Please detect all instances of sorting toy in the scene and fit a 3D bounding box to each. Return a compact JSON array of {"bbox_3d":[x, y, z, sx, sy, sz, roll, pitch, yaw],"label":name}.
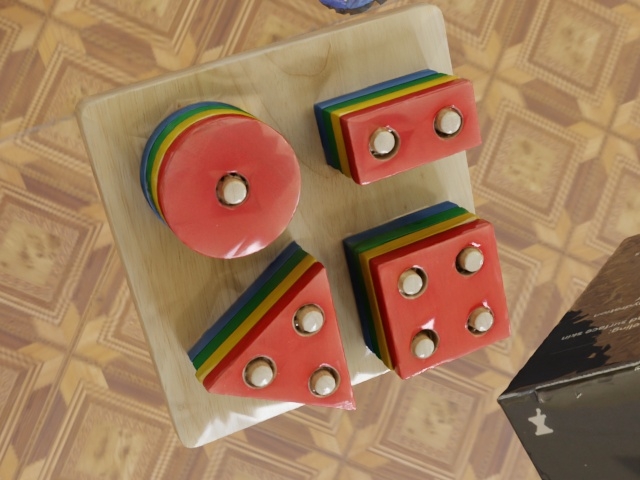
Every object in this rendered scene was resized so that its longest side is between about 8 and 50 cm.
[{"bbox_3d":[0.000,0.000,0.661,0.255,0.089,0.257,-19,113,-15],"label":"sorting toy"}]

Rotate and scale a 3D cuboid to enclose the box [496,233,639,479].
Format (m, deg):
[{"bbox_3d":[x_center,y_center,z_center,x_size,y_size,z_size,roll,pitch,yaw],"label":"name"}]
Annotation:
[{"bbox_3d":[0.180,0.044,0.375,0.158,0.156,0.093,-35,98,-48],"label":"box"}]

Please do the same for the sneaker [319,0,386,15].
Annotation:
[{"bbox_3d":[0.001,-0.162,0.252,0.087,0.221,0.083,9,44,11],"label":"sneaker"}]
